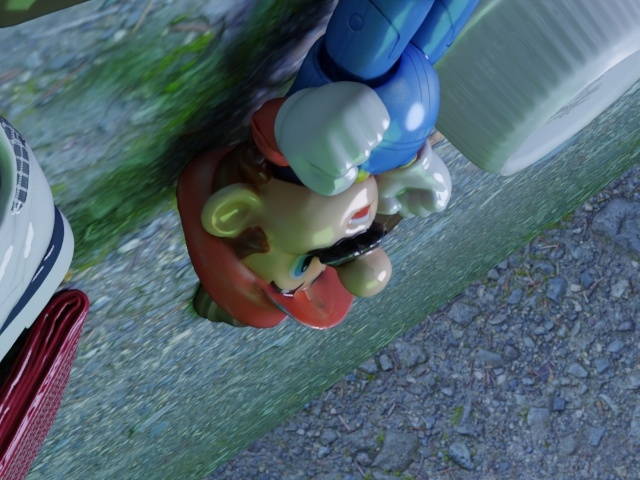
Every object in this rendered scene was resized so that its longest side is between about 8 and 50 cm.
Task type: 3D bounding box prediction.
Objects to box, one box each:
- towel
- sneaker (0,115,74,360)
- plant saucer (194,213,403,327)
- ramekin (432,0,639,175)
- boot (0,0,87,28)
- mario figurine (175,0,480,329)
[{"bbox_3d":[-0.241,0.164,0.902,0.199,0.031,0.275,-66,-175,-30],"label":"towel"},{"bbox_3d":[-0.188,0.050,0.510,0.095,0.090,0.235,96,11,-62],"label":"sneaker"},{"bbox_3d":[0.000,0.000,1.151,0.278,0.041,0.278,-35,169,-8],"label":"plant saucer"},{"bbox_3d":[0.172,-0.143,0.931,0.207,0.109,0.207,-35,168,-8],"label":"ramekin"},{"bbox_3d":[-0.160,-0.085,0.269,0.305,0.112,0.115,-29,137,-18],"label":"boot"},{"bbox_3d":[0.038,-0.051,0.712,0.198,0.170,0.320,11,132,-28],"label":"mario figurine"}]
